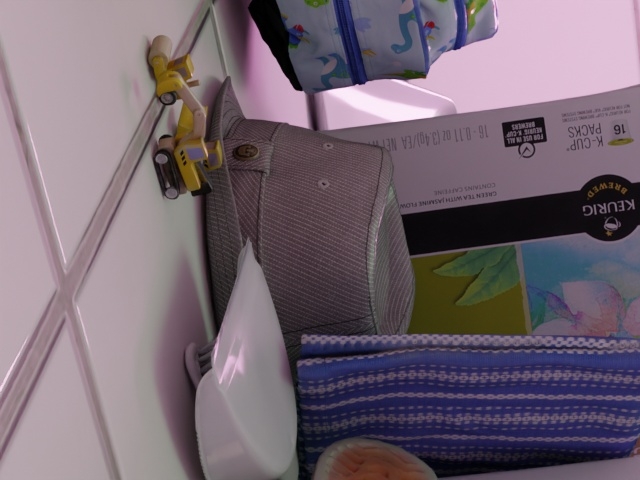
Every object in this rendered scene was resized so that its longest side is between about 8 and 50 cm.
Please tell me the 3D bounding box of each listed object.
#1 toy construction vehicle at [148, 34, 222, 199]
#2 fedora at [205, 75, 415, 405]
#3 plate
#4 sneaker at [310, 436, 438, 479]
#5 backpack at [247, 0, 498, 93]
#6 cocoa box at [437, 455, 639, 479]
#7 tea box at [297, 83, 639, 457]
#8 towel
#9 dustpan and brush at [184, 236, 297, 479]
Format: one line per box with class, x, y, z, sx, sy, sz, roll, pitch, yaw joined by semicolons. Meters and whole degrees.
toy construction vehicle;-0.079;-0.071;0.927;0.086;0.035;0.098;-86;165;-58
fedora;0.000;0.000;1.105;0.275;0.124;0.243;-83;164;-62
plate;0.081;-0.053;1.716;0.277;0.045;0.278;12;67;-50
sneaker;-0.004;0.231;0.889;0.302;0.108;0.121;-41;150;-65
backpack;0.028;-0.293;1.294;0.290;0.273;0.355;83;16;-49
cocoa box;0.156;0.308;1.095;0.231;0.347;0.228;70;14;-59
tea box;0.142;0.051;1.332;0.220;0.329;0.323;-2;84;-83
towel;0.102;0.152;1.076;0.336;0.243;0.040;89;1;-61
dustpan and brush;-0.047;0.124;0.933;0.147;0.060;0.211;-77;151;-60
